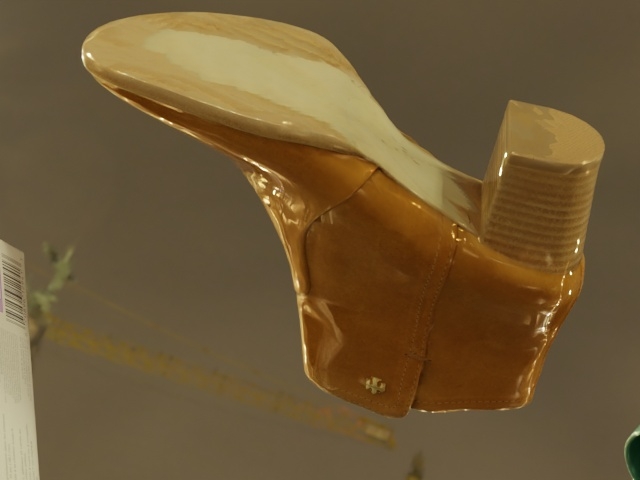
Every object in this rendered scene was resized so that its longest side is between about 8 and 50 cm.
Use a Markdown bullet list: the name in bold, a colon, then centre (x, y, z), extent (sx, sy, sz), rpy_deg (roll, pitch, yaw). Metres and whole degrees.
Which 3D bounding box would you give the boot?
- **boot**: centre (0.001, 0.000, 0.786), extent (0.295, 0.104, 0.211), rpy_deg (15, -51, 3)

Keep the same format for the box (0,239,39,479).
- **box**: centre (-0.177, 0.153, 0.688), extent (0.063, 0.324, 0.067), rpy_deg (-13, -18, 14)

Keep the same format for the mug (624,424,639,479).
- **mug**: centre (0.317, 0.168, 1.026), extent (0.158, 0.097, 0.129), rpy_deg (39, -25, 23)
